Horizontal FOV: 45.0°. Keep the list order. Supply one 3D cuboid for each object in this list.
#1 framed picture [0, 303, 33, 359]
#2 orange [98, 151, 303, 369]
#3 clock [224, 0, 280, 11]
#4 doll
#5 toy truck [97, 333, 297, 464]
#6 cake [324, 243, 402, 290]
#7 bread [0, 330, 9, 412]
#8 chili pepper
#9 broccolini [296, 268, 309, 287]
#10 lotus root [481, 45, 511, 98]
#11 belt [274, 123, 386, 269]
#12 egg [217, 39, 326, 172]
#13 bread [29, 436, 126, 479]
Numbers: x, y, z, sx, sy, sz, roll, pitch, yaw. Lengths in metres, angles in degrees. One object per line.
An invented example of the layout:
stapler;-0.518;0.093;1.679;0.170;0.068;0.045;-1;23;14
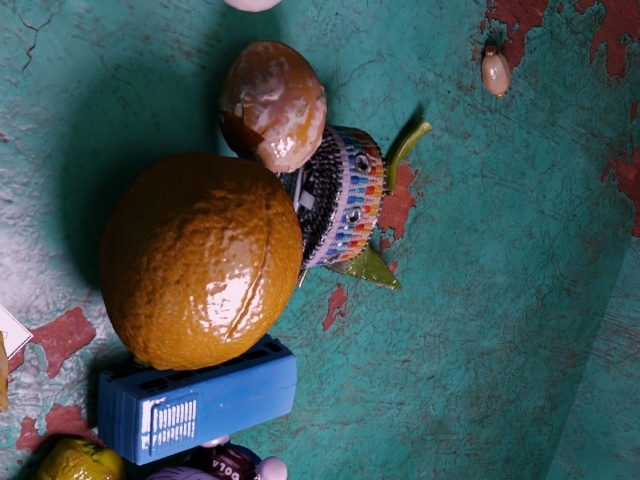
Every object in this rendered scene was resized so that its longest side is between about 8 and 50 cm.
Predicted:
framed picture;-0.497;0.145;1.198;0.066;0.006;0.089;-49;134;-20
orange;-0.193;0.036;1.247;0.322;0.322;0.357;6;108;-47
clock;-0.056;-0.564;1.244;0.342;0.184;0.326;-33;132;-27
doll;-0.222;0.498;1.372;0.310;0.284;0.240;-31;130;-60
toy truck;-0.216;0.281;1.432;0.385;0.162;0.161;-8;111;-45
cake;0.106;0.044;1.714;0.235;0.100;0.099;21;91;-48
bread;-0.556;0.177;1.010;0.252;0.196;0.238;33;83;-51
chili pepper;0.183;-0.192;1.735;0.050;0.052;0.201;35;80;-18
broccolini;-0.001;0.000;1.644;0.044;0.042;0.218;23;95;-50
lotus root;0.433;-0.407;1.898;0.073;0.062;0.150;-45;132;-24
belt;0.016;-0.078;1.494;0.160;0.207;0.295;-3;106;-43
egg;-0.084;-0.231;1.338;0.195;0.195;0.233;-13;98;-43
bread;-0.472;0.516;1.298;0.383;0.112;0.166;-55;137;-15
